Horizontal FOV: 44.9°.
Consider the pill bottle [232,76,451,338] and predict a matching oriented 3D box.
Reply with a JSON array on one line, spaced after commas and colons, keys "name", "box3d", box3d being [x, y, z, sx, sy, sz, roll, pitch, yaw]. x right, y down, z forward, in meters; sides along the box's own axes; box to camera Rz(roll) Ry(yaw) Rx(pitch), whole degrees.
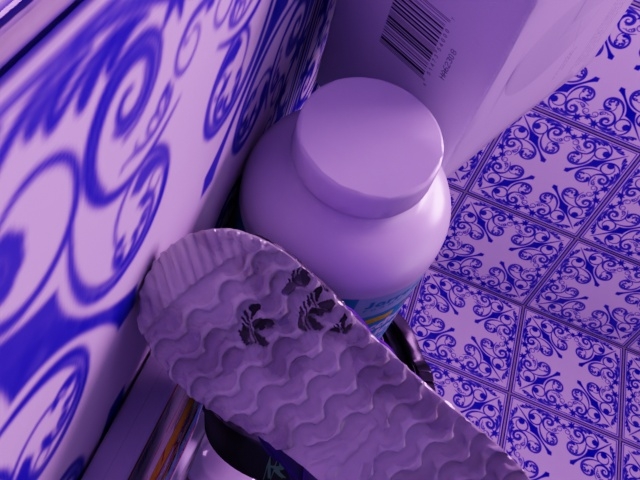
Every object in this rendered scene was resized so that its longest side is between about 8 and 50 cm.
[{"name": "pill bottle", "box3d": [0.007, -0.001, 0.576, 0.264, 0.146, 0.146, 111, 2, -60]}]

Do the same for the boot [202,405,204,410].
[{"name": "boot", "box3d": [-0.058, 0.165, 1.044, 0.077, 0.137, 0.197, 111, 1, -61]}]

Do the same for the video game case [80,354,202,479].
[{"name": "video game case", "box3d": [-0.125, 0.158, 0.567, 0.285, 0.025, 0.204, 111, 2, -50]}]

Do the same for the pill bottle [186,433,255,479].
[{"name": "pill bottle", "box3d": [-0.152, 0.353, 1.126, 0.180, 0.108, 0.108, 112, 1, -49]}]

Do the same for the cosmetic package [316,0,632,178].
[{"name": "cosmetic package", "box3d": [0.136, -0.195, 0.555, 0.225, 0.138, 0.224, -36, 163, -28]}]

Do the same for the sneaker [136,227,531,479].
[{"name": "sneaker", "box3d": [0.024, 0.107, 0.443, 0.102, 0.293, 0.146, -40, -176, -3]}]

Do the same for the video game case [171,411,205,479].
[{"name": "video game case", "box3d": [-0.186, 0.314, 0.829, 0.227, 0.026, 0.206, -67, 179, -80]}]

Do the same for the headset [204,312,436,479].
[{"name": "headset", "box3d": [-0.008, 0.115, 0.878, 0.394, 0.244, 0.185, -107, -162, -69]}]
